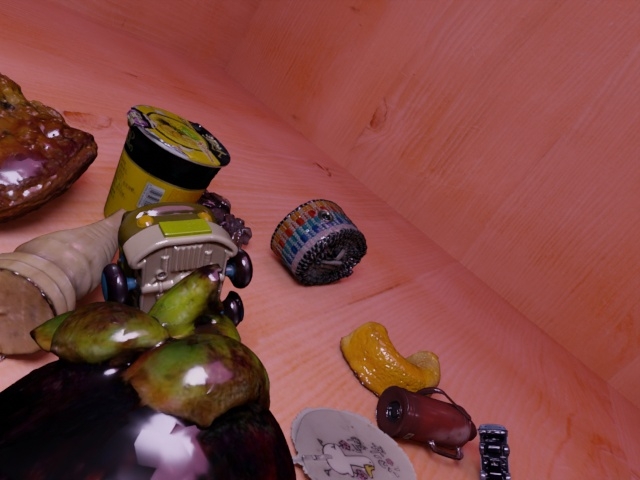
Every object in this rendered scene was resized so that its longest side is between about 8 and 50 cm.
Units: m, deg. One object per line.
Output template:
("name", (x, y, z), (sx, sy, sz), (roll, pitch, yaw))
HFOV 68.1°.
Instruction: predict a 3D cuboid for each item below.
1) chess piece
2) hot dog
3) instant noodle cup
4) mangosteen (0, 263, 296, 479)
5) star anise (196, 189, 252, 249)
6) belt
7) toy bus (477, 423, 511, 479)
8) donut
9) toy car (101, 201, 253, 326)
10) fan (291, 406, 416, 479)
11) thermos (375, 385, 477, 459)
("chess piece", (-0.376, 0.032, 0.696), (0.137, 0.137, 0.301), (31, 20, -10))
("hot dog", (-0.548, -0.168, 0.815), (0.267, 0.174, 0.387), (31, 19, -18))
("instant noodle cup", (-0.330, -0.125, 0.974), (0.215, 0.236, 0.215), (30, 20, -12))
("mangosteen", (-0.159, 0.205, 0.399), (0.311, 0.311, 0.311), (30, 20, -12))
("star anise", (-0.263, -0.062, 1.148), (0.220, 0.099, 0.214), (33, 10, -5))
("belt", (0.000, 0.000, 1.263), (0.160, 0.207, 0.295), (47, 21, 25))
("toy bus", (0.351, 0.432, 0.957), (0.060, 0.123, 0.075), (-3, 1, 17))
("donut", (0.175, 0.294, 1.050), (0.259, 0.101, 0.152), (31, 25, -23))
("toy car", (-0.236, 0.046, 0.721), (0.204, 0.248, 0.198), (-7, 39, -33))
("fan", (-0.007, 0.333, 0.725), (0.414, 0.012, 0.233), (15, 16, -36))
("thermos", (0.229, 0.368, 0.947), (0.232, 0.099, 0.124), (25, 36, -25))
